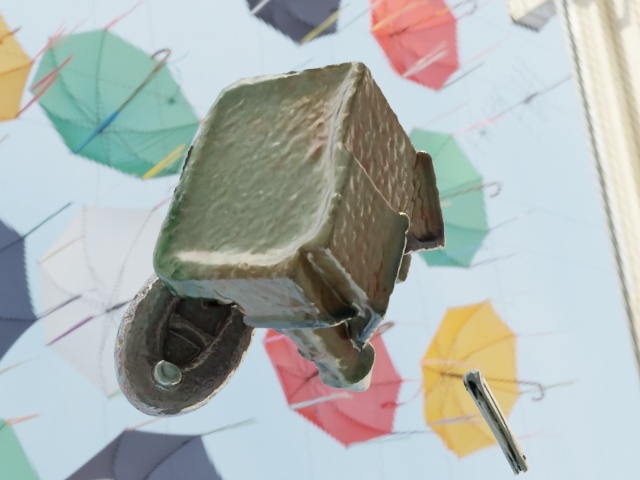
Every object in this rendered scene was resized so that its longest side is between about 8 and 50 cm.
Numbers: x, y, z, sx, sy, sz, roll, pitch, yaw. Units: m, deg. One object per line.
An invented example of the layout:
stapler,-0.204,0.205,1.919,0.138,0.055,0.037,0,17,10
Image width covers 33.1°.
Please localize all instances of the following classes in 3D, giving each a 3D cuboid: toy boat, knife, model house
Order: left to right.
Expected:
toy boat,-0.157,0.108,1.297,0.155,0.085,0.227,36,-118,-9
model house,0.000,0.000,1.255,0.280,0.245,0.312,52,-137,-44
knife,0.212,0.221,1.292,0.162,0.023,0.044,60,-166,-24
